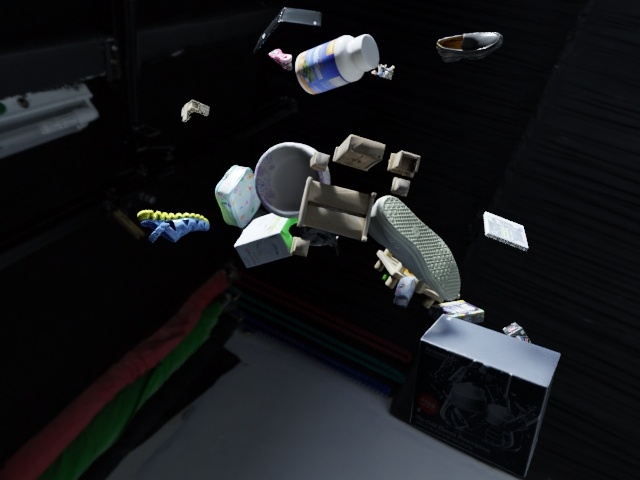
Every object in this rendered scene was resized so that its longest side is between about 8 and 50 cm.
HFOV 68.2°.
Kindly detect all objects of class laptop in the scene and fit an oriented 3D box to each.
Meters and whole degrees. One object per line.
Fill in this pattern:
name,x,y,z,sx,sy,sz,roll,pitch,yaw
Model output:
laptop,-0.134,-0.860,1.952,0.264,0.136,0.234,-40,26,27

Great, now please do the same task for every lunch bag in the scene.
lunch bag,0.253,0.151,1.421,0.083,0.053,0.071,96,-160,-62
lunch bag,-0.400,-0.210,2.279,0.224,0.108,0.279,-58,-26,-31

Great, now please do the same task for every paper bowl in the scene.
paper bowl,-0.100,-0.231,1.828,0.284,0.284,0.148,-70,-14,14

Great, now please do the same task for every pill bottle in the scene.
pill bottle,0.059,-0.616,1.643,0.152,0.272,0.152,7,-100,-50

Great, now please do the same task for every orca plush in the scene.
orca plush,0.000,0.000,1.954,0.287,0.102,0.151,38,-96,-45

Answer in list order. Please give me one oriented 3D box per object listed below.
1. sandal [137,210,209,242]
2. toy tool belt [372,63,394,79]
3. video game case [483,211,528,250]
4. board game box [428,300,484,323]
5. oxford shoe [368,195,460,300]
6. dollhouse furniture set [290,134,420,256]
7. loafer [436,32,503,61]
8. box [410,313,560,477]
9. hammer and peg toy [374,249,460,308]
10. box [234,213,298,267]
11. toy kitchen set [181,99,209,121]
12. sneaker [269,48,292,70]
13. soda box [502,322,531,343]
sandal,-0.667,-0.054,2.159,0.126,0.317,0.138,147,120,-62
toy tool belt,0.249,-0.674,1.875,0.052,0.083,0.051,-7,-63,-65
video game case,0.768,-0.041,1.968,0.190,0.173,0.022,-63,-6,-56
board game box,0.547,0.296,1.913,0.141,0.170,0.048,-153,60,-66
oxford shoe,0.311,0.034,1.583,0.130,0.449,0.169,-26,27,47
dollhouse furniture set,0.092,-0.101,1.378,0.174,0.303,0.355,173,111,-80
loafer,0.388,-0.514,1.243,0.061,0.170,0.062,22,-109,-50
box,0.459,0.431,1.359,0.179,0.343,0.312,-27,-55,-50
hammer and peg toy,0.375,0.165,1.888,0.127,0.266,0.361,-58,17,12
box,-0.216,-0.021,2.073,0.126,0.231,0.262,64,-157,-22
toy kitchen set,-0.481,-0.478,1.807,0.075,0.083,0.068,15,-111,-39
sneaker,-0.139,-0.640,1.685,0.047,0.119,0.057,-38,-38,-12
soda box,0.673,0.328,1.625,0.053,0.060,0.169,-32,-10,12
